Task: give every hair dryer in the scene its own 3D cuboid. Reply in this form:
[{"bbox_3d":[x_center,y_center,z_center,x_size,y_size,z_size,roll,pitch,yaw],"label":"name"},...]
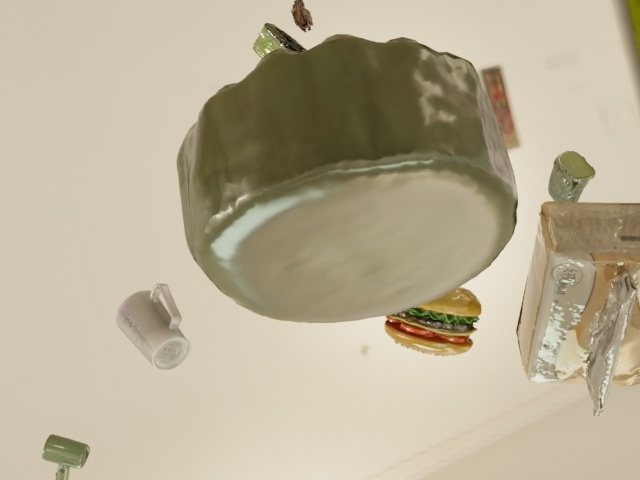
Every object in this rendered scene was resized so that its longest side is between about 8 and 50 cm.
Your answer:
[{"bbox_3d":[-0.448,0.409,1.747,0.071,0.150,0.047,16,-155,4],"label":"hair dryer"}]

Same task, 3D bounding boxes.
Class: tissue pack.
[{"bbox_3d":[0.455,0.117,1.648,0.239,0.305,0.238,0,-139,0],"label":"tissue pack"}]

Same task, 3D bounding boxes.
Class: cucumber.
[{"bbox_3d":[-0.021,-0.293,1.716,0.062,0.211,0.078,-37,167,-32],"label":"cucumber"}]

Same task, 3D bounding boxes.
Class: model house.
[{"bbox_3d":[0.462,-0.111,1.868,0.066,0.083,0.078,-14,-133,-25],"label":"model house"}]

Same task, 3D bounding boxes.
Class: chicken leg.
[{"bbox_3d":[-0.034,-0.395,1.723,0.021,0.083,0.036,15,-129,40],"label":"chicken leg"}]

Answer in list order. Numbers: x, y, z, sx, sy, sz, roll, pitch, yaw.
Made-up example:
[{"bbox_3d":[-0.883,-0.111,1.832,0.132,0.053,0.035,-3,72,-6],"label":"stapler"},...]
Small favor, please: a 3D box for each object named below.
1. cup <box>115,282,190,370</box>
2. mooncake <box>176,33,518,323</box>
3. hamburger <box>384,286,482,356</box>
[{"bbox_3d":[-0.235,0.118,1.449,0.074,0.104,0.116,11,-157,-43],"label":"cup"},{"bbox_3d":[0.025,-0.061,1.085,0.357,0.194,0.356,-7,149,-4],"label":"mooncake"},{"bbox_3d":[0.176,0.119,1.593,0.162,0.115,0.162,12,-175,-1],"label":"hamburger"}]
